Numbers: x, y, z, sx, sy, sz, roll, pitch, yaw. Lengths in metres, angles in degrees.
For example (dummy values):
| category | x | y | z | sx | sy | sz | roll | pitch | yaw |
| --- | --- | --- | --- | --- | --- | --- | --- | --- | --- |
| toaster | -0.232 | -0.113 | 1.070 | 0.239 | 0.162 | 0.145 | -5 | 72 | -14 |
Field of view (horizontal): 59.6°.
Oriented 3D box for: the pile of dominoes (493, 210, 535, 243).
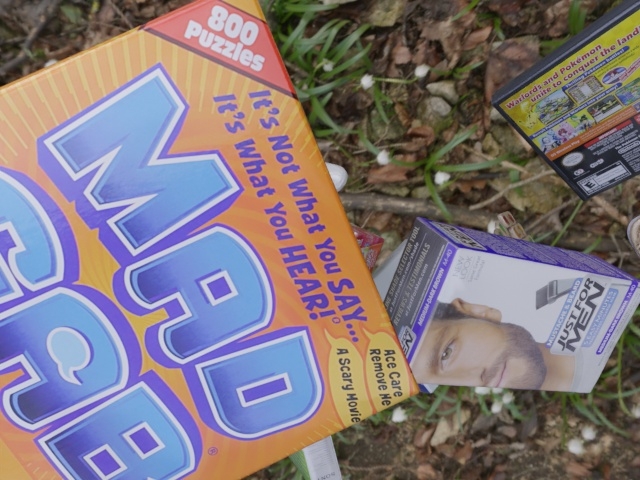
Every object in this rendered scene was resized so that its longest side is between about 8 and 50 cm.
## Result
| category | x | y | z | sx | sy | sz | roll | pitch | yaw |
| --- | --- | --- | --- | --- | --- | --- | --- | --- | --- |
| pile of dominoes | 0.401 | 0.053 | 0.998 | 0.040 | 0.196 | 0.251 | -35 | 104 | 34 |

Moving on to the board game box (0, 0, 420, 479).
| category | x | y | z | sx | sy | sz | roll | pitch | yaw |
| --- | --- | --- | --- | --- | --- | --- | --- | --- | --- |
| board game box | -0.171 | 0.003 | 0.574 | 0.356 | 0.356 | 0.356 | -25 | 110 | -3 |

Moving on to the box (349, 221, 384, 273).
| category | x | y | z | sx | sy | sz | roll | pitch | yaw |
| --- | --- | --- | --- | --- | --- | --- | --- | --- | --- |
| box | 0.000 | 0.000 | 1.293 | 0.257 | 0.122 | 0.128 | 28 | 100 | 36 |

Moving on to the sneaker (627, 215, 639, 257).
| category | x | y | z | sx | sy | sz | roll | pitch | yaw |
| --- | --- | --- | --- | --- | --- | --- | --- | --- | --- |
| sneaker | 0.325 | 0.012 | 0.518 | 0.118 | 0.067 | 0.042 | 36 | 108 | -3 |

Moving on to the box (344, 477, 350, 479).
| category | x | y | z | sx | sy | sz | roll | pitch | yaw |
| --- | --- | --- | --- | --- | --- | --- | --- | --- | --- |
| box | 0.005 | 0.515 | 0.805 | 0.262 | 0.231 | 0.127 | -147 | 39 | -67 |

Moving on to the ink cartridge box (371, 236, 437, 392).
| category | x | y | z | sx | sy | sz | roll | pitch | yaw |
| --- | --- | --- | --- | --- | --- | --- | --- | --- | --- |
| ink cartridge box | 0.282 | 0.170 | 1.482 | 0.324 | 0.330 | 0.071 | 50 | 157 | -8 |

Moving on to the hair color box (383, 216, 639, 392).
| category | x | y | z | sx | sy | sz | roll | pitch | yaw |
| --- | --- | --- | --- | --- | --- | --- | --- | --- | --- |
| hair color box | 0.255 | 0.097 | 0.752 | 0.110 | 0.339 | 0.185 | 50 | 126 | 59 |

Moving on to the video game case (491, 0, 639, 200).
| category | x | y | z | sx | sy | sz | roll | pitch | yaw |
| --- | --- | --- | --- | --- | --- | --- | --- | --- | --- |
| video game case | 0.439 | -0.203 | 0.814 | 0.248 | 0.035 | 0.275 | 38 | 134 | -20 |

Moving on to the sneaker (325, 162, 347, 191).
| category | x | y | z | sx | sy | sz | roll | pitch | yaw |
| --- | --- | --- | --- | --- | --- | --- | --- | --- | --- |
| sneaker | -0.051 | -0.147 | 1.199 | 0.212 | 0.080 | 0.094 | 7 | 163 | 18 |

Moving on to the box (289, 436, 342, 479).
| category | x | y | z | sx | sy | sz | roll | pitch | yaw |
| --- | --- | --- | --- | --- | --- | --- | --- | --- | --- |
| box | -0.056 | 0.253 | 1.006 | 0.232 | 0.058 | 0.322 | 167 | 90 | -74 |
